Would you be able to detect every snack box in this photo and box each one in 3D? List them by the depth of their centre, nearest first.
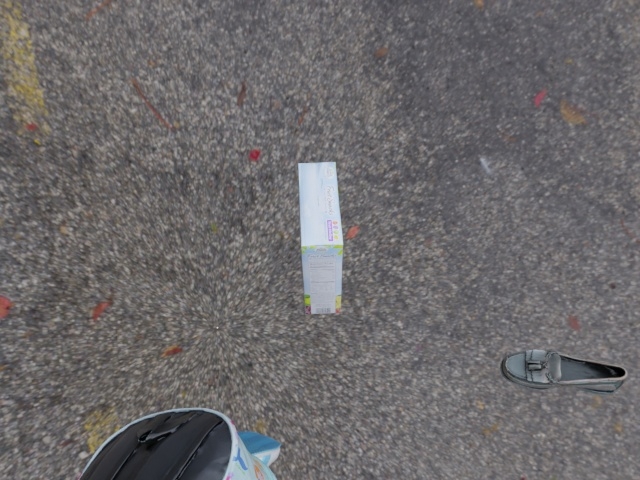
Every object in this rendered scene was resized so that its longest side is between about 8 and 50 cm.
[{"bbox_3d":[0.000,0.000,0.999,0.070,0.207,0.174,-3,54,0],"label":"snack box"}]

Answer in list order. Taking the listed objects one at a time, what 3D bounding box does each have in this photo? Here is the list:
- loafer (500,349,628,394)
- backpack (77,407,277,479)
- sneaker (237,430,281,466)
[{"bbox_3d":[0.548,0.287,1.332,0.268,0.084,0.096,6,61,3],"label":"loafer"},{"bbox_3d":[-0.155,0.294,0.563,0.191,0.225,0.253,56,35,-32],"label":"backpack"},{"bbox_3d":[-0.147,0.392,0.990,0.088,0.229,0.092,12,101,28],"label":"sneaker"}]
